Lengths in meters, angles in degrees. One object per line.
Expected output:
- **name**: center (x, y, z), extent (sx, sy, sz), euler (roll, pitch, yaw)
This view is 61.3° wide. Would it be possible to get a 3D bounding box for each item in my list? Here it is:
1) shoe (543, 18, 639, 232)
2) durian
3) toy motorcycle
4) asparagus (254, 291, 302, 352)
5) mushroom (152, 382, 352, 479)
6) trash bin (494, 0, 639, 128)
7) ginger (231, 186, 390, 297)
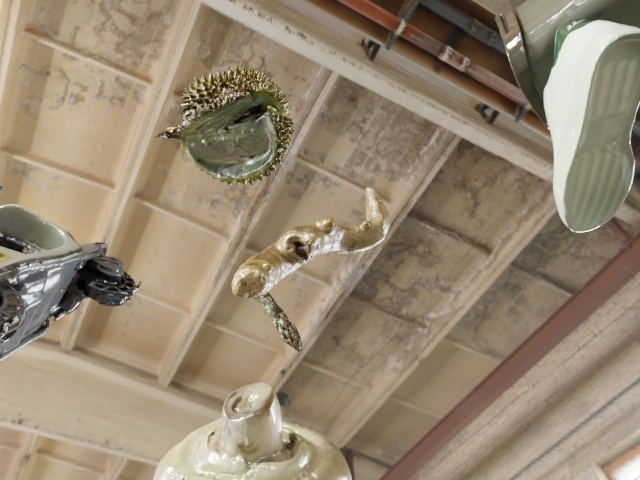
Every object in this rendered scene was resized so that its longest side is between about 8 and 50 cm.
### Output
- **shoe**: center (0.432, -0.188, 0.902), extent (0.132, 0.160, 0.362), euler (-14, -51, -2)
- **durian**: center (-0.153, -0.204, 0.931), extent (0.238, 0.137, 0.193), euler (4, -48, 15)
- **toy motorcycle**: center (-0.244, 0.030, 0.381), extent (0.157, 0.263, 0.090), euler (28, -76, 2)
- **asparagus**: center (-0.078, 0.130, 0.942), extent (0.030, 0.165, 0.036), euler (-48, -32, 14)
- **mushroom**: center (-0.090, 0.305, 0.732), extent (0.261, 0.254, 0.234), euler (-1, -79, -28)
- **trash bin**: center (0.471, -0.375, 0.981), extent (0.219, 0.219, 0.250), euler (37, -52, -27)
- **ginger**: center (0.000, 0.000, 0.676), extent (0.075, 0.288, 0.089), euler (52, -40, 14)
